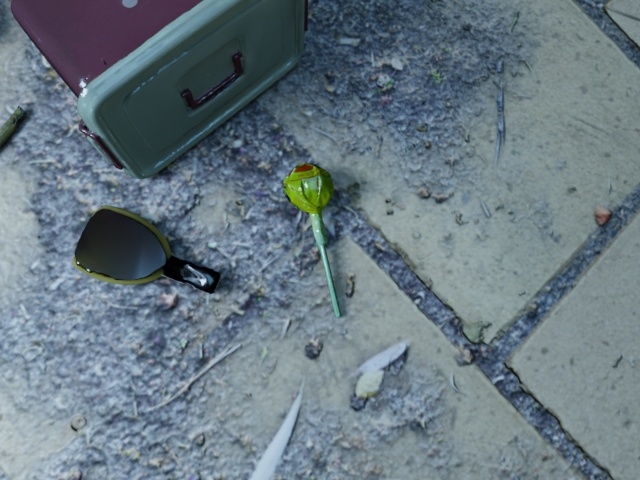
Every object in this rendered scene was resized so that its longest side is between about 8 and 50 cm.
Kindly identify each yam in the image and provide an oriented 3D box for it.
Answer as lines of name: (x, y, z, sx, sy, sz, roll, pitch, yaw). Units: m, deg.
yam: (-0.387, -0.115, 0.603, 0.014, 0.014, 0.107, 31, 76, -1)

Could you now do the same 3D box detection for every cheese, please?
cheese: (-0.196, 0.021, 0.590, 0.163, 0.036, 0.086, 21, 74, -3)

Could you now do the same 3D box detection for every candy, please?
candy: (0.000, 0.000, 0.620, 0.058, 0.062, 0.193, -11, 88, -54)

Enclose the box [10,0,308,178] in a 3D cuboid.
box: (-0.169, -0.233, 0.574, 0.294, 0.193, 0.167, -41, 78, -13)
